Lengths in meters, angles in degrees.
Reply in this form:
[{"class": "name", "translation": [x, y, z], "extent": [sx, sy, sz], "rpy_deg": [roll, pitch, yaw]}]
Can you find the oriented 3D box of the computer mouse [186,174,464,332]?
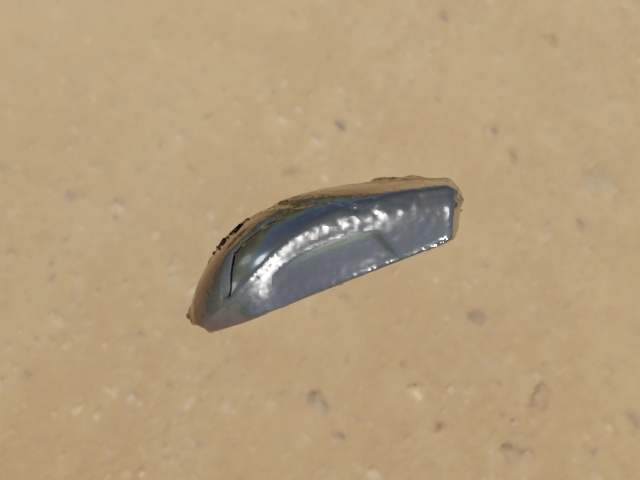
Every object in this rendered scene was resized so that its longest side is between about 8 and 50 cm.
[{"class": "computer mouse", "translation": [0.000, 0.000, 1.074], "extent": [0.217, 0.122, 0.073], "rpy_deg": [-20, 93, -11]}]
